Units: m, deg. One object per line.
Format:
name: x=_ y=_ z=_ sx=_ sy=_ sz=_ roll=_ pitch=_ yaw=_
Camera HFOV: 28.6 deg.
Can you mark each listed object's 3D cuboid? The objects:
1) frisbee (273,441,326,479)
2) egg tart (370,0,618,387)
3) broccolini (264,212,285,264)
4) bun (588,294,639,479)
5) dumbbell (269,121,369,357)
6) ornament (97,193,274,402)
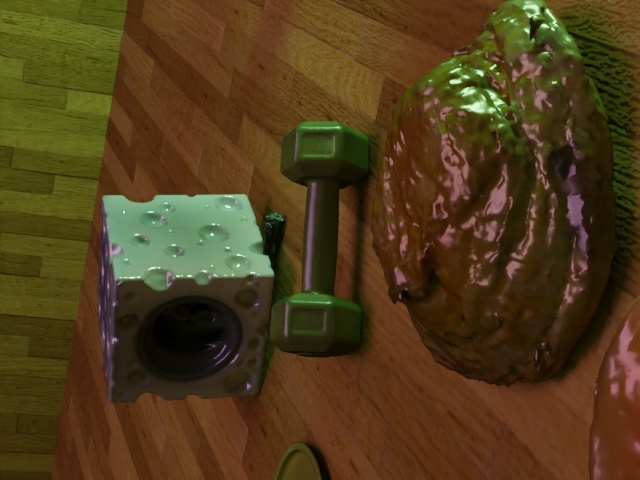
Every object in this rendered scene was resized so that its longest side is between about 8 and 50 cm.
frisbee: x=-0.030 y=0.394 z=1.724 sx=0.236 sy=0.017 sz=0.236 roll=-173 pitch=90 yaw=-70
egg tart: x=0.148 y=-0.030 z=1.177 sx=0.351 sy=0.153 sz=0.340 roll=120 pitch=146 yaw=-50
broccolini: x=-0.080 y=0.021 z=1.975 sx=0.035 sy=0.030 sz=0.140 roll=-105 pitch=24 yaw=-63
bun: x=0.297 y=0.118 z=0.691 sx=0.299 sy=0.164 sz=0.299 roll=-4 pitch=85 yaw=53
dumbbell: x=0.000 y=0.000 z=1.631 sx=0.108 sy=0.121 sz=0.302 roll=48 pitch=-135 yaw=-77
ornament: x=-0.220 y=0.088 z=1.977 sx=0.240 sy=0.239 sz=0.239 roll=-113 pitch=26 yaw=-54
